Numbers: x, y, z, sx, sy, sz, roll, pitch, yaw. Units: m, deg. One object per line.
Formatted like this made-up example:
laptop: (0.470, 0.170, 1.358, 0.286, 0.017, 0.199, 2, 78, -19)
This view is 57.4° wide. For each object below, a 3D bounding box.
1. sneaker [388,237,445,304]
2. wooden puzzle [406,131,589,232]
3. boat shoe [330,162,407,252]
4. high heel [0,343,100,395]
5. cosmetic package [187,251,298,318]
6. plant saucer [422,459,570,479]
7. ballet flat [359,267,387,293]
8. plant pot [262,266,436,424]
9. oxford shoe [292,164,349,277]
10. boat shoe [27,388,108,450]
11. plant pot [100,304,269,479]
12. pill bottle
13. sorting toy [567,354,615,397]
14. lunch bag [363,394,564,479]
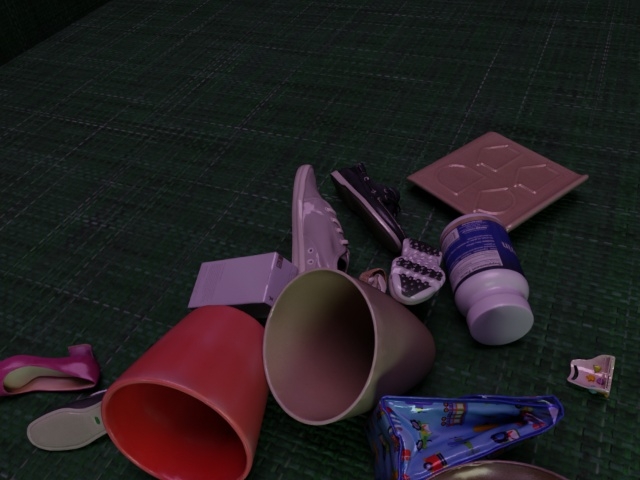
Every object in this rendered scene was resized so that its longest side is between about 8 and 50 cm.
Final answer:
sneaker: (0.190, 0.087, 1.208, 0.110, 0.118, 0.292, 24, 18, 9)
wooden puzzle: (0.452, -0.144, 1.524, 0.322, 0.080, 0.348, -29, 42, -23)
boat shoe: (0.144, -0.098, 1.476, 0.113, 0.127, 0.340, -30, 37, -7)
high heel: (-0.578, 0.290, 1.190, 0.244, 0.082, 0.117, -11, 31, -22)
cosmetic package: (-0.168, 0.103, 1.251, 0.231, 0.085, 0.117, -6, 59, 36)
plant saucer: (0.215, 0.402, 0.684, 0.311, 0.050, 0.310, -13, 29, 7)
ballet flat: (0.108, 0.134, 1.261, 0.067, 0.073, 0.206, -36, 29, 36)
plant pot: (0.083, 0.195, 1.054, 0.274, 0.256, 0.256, 15, 23, -45)
oxford shoe: (0.000, 0.000, 1.364, 0.130, 0.169, 0.449, -8, 50, 4)
boat shoe: (-0.446, 0.342, 1.135, 0.233, 0.084, 0.079, -19, 5, -3)
plant pot: (-0.211, 0.264, 1.052, 0.275, 0.274, 0.243, 5, 33, 13)
pill bottle: (0.349, 0.079, 1.236, 0.153, 0.153, 0.264, -5, 43, 2)
sorting toy: (0.511, 0.256, 1.107, 0.075, 0.044, 0.083, 10, 45, 28)
lunch bag: (0.235, 0.315, 0.940, 0.293, 0.221, 0.138, -7, 64, -7)
